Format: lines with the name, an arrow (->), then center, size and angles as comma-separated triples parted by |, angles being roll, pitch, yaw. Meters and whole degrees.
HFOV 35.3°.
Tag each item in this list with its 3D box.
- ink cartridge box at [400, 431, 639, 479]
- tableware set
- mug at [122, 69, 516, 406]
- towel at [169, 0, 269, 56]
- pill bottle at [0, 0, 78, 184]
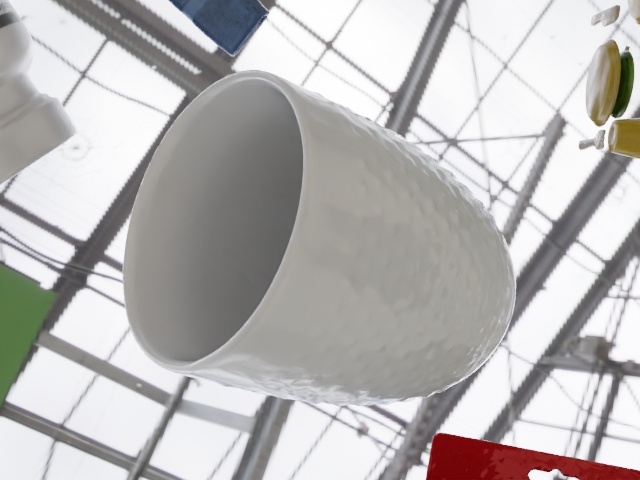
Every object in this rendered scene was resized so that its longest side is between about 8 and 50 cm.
ink cartridge box -> 0.231, 0.356, 1.073 | 0.130, 0.310, 0.271 | 50, -130, -66
tableware set -> 0.167, -0.119, 0.523 | 0.024, 0.104, 0.154 | 6, -87, -2
mug -> 0.000, 0.000, 1.006 | 0.328, 0.374, 0.276 | 20, -73, -37
towel -> -0.113, -0.253, 1.051 | 0.119, 0.029, 0.067 | 44, -75, 6
pill bottle -> -0.411, -0.207, 0.961 | 0.210, 0.210, 0.363 | -41, -74, -28
